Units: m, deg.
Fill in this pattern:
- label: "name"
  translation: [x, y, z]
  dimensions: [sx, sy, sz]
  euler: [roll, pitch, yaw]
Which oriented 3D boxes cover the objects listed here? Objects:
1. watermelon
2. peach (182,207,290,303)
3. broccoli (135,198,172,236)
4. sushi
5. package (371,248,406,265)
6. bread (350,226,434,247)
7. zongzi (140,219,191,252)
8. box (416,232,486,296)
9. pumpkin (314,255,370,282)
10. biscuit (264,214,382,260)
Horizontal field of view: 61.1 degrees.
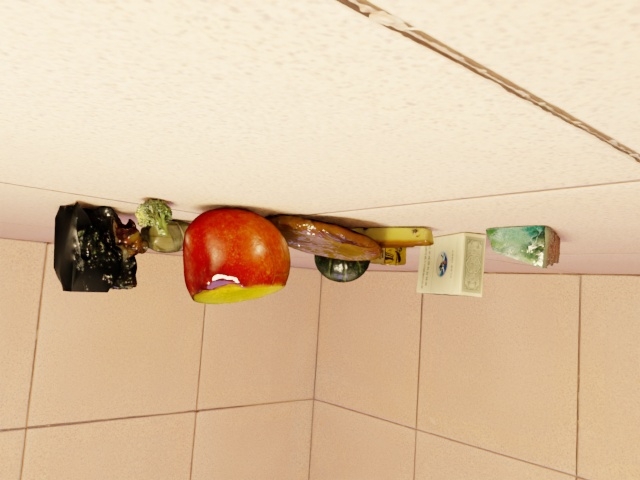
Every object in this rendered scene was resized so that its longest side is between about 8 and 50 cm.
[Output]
- label: "watermelon"
  translation: [0.516, 0.015, 1.321]
  dimensions: [0.241, 0.094, 0.154]
  euler: [5, -178, -44]
- label: "peach"
  translation: [-0.202, 0.041, 1.217]
  dimensions: [0.249, 0.245, 0.275]
  euler: [-36, 178, 0]
- label: "broccoli"
  translation: [-0.359, -0.045, 1.184]
  dimensions: [0.097, 0.091, 0.095]
  euler: [-25, 170, 40]
- label: "sushi"
  translation: [-0.562, 0.026, 1.396]
  dimensions: [0.213, 0.215, 0.227]
  euler: [7, 173, -36]
- label: "package"
  translation: [0.226, 0.049, 1.866]
  dimensions: [0.131, 0.070, 0.047]
  euler: [3, 169, -10]
- label: "bread"
  translation: [0.188, -0.007, 1.409]
  dimensions: [0.226, 0.049, 0.088]
  euler: [0, 172, 34]
- label: "zongzi"
  translation: [-0.410, -0.014, 1.581]
  dimensions: [0.205, 0.094, 0.205]
  euler: [-3, -178, -28]
- label: "box"
  translation: [0.357, 0.070, 1.506]
  dimensions: [0.069, 0.164, 0.256]
  euler: [7, 174, -15]
- label: "pumpkin"
  translation: [0.064, 0.050, 1.595]
  dimensions: [0.167, 0.167, 0.125]
  euler: [2, 144, 15]
- label: "biscuit"
  translation: [0.000, 0.000, 1.381]
  dimensions: [0.318, 0.040, 0.318]
  euler: [14, 169, 3]
